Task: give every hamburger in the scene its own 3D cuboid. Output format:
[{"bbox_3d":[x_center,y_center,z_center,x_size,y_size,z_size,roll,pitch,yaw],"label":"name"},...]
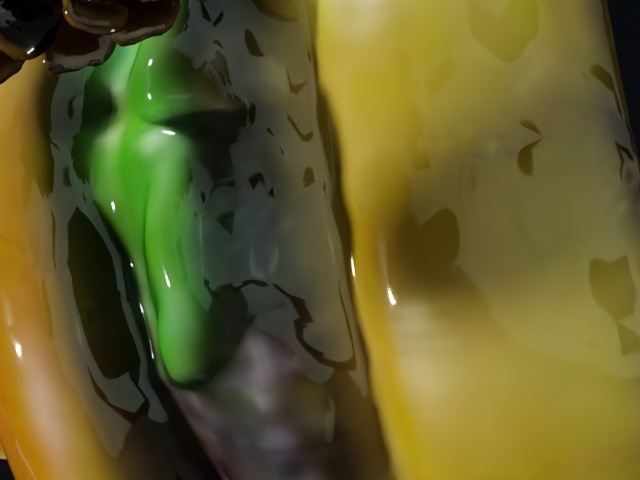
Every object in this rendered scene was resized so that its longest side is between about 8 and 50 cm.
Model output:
[{"bbox_3d":[0.000,0.000,0.799,0.277,0.396,0.396,-11,-108,11],"label":"hamburger"}]

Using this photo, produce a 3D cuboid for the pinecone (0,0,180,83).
[{"bbox_3d":[-0.088,-0.119,0.552,0.173,0.173,0.173,5,-110,-14],"label":"pinecone"}]
